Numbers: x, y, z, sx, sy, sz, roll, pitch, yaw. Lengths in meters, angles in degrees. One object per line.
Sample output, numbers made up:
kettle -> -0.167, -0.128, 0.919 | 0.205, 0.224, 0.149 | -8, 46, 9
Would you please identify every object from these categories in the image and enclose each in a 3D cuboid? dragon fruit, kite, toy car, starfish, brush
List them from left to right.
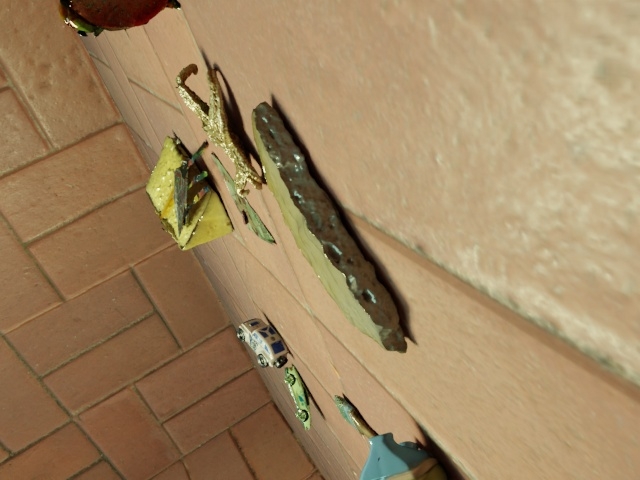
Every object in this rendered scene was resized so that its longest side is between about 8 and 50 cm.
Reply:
dragon fruit -> -0.208, -0.278, 0.556 | 0.142, 0.138, 0.175 | 43, -166, -47
kite -> -0.267, -0.107, 1.090 | 0.285, 0.015, 0.152 | -25, 70, 60
starfish -> -0.135, -0.135, 0.743 | 0.150, 0.053, 0.209 | 54, 166, 36
kite -> -0.137, -0.078, 0.936 | 0.229, 0.012, 0.250 | 53, 162, 20
toy car -> -0.152, 0.279, 1.490 | 0.171, 0.080, 0.070 | 44, 128, 29
toy car -> -0.058, 0.449, 1.559 | 0.093, 0.058, 0.186 | 116, 135, -72
brush -> 0.080, 0.350, 1.005 | 0.070, 0.021, 0.196 | 64, 164, -22

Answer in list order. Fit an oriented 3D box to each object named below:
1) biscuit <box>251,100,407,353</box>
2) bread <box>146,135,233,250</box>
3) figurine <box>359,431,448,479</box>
biscuit -> -0.002, 0.001, 0.589 | 0.289, 0.038, 0.141 | 58, 165, 5
bread -> -0.309, -0.101, 1.272 | 0.142, 0.178, 0.266 | 30, -164, -48
figurine -> 0.137, 0.378, 0.695 | 0.180, 0.154, 0.261 | 74, 179, -67
